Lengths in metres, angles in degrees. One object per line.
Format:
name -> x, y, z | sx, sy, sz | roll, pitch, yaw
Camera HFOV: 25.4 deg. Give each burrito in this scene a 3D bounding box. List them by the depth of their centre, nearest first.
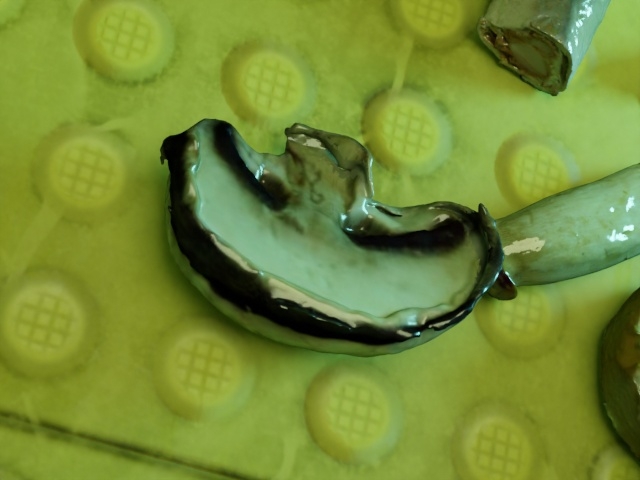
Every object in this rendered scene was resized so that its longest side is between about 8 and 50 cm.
burrito -> 0.283, -0.323, 1.629 | 0.143, 0.105, 0.299 | 25, 67, -6

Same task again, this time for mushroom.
mushroom -> 0.000, 0.001, 1.409 | 0.344, 0.130, 0.247 | 11, 53, -18
mushroom -> 0.294, -0.017, 1.542 | 0.312, 0.081, 0.100 | -17, 85, -26

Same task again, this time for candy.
candy -> 0.424, 0.144, 1.514 | 0.260, 0.118, 0.260 | 6, 68, -16
